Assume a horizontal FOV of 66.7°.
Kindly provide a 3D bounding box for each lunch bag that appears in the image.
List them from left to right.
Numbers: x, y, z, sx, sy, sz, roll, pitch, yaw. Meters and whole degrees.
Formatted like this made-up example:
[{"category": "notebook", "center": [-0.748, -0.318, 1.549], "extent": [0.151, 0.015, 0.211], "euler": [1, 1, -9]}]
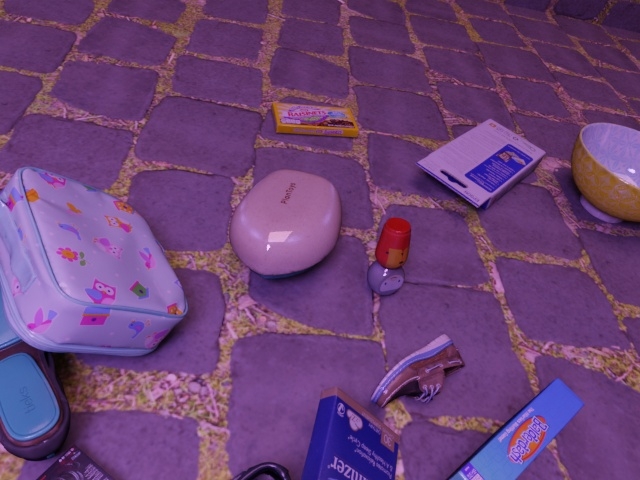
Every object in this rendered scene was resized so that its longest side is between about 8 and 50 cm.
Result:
[{"category": "lunch bag", "center": [-0.332, 0.028, 0.678], "extent": [0.224, 0.108, 0.279], "euler": [19, 26, -55]}]

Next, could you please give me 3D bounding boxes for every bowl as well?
[{"category": "bowl", "center": [0.717, -0.135, 1.161], "extent": [0.289, 0.156, 0.289], "euler": [8, 46, -8]}]

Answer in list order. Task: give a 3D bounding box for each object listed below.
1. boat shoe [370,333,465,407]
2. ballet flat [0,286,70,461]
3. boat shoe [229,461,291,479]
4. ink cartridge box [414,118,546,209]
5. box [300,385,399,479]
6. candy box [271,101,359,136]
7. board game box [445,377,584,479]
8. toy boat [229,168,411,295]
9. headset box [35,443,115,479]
[{"category": "boat shoe", "center": [0.155, 0.206, 0.737], "extent": [0.183, 0.066, 0.066], "euler": [-25, 59, -33]}, {"category": "ballet flat", "center": [-0.387, 0.155, 0.614], "extent": [0.095, 0.096, 0.280], "euler": [-17, 54, -28]}, {"category": "boat shoe", "center": [-0.131, 0.349, 0.459], "extent": [0.127, 0.113, 0.340], "euler": [39, 41, 17]}, {"category": "ink cartridge box", "center": [0.388, -0.182, 1.180], "extent": [0.175, 0.069, 0.371], "euler": [40, 47, 22]}, {"category": "box", "center": [0.031, 0.309, 0.577], "extent": [0.136, 0.036, 0.225], "euler": [44, 41, -24]}, {"category": "candy box", "center": [-0.015, -0.300, 1.209], "extent": [0.205, 0.027, 0.105], "euler": [0, 44, -16]}, {"category": "board game box", "center": [0.224, 0.279, 0.619], "extent": [0.210, 0.160, 0.047], "euler": [-24, 57, -32]}, {"category": "toy boat", "center": [0.000, 0.000, 0.859], "extent": [0.318, 0.148, 0.267], "euler": [16, 39, 10]}, {"category": "headset box", "center": [-0.279, 0.289, 0.560], "extent": [0.083, 0.032, 0.062], "euler": [31, 46, 17]}]
